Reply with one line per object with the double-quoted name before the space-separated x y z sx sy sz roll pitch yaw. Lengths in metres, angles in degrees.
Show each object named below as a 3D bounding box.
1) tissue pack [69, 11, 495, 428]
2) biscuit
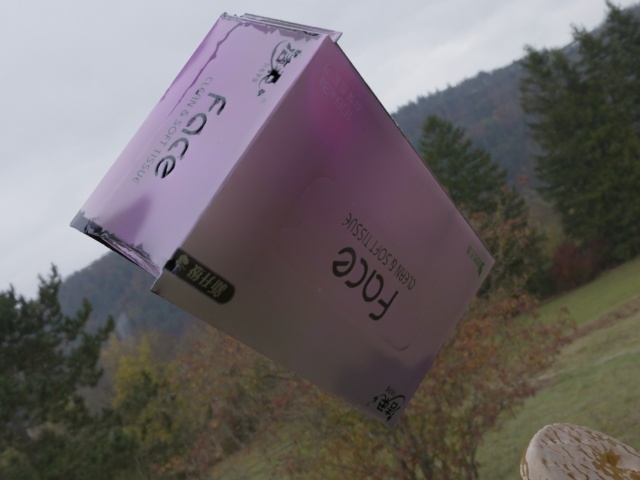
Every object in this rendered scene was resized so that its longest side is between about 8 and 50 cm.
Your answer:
"tissue pack" 0.000 0.000 0.423 0.149 0.092 0.246 -57 -43 -8
"biscuit" 0.336 0.312 0.678 0.275 0.052 0.355 9 22 -29
